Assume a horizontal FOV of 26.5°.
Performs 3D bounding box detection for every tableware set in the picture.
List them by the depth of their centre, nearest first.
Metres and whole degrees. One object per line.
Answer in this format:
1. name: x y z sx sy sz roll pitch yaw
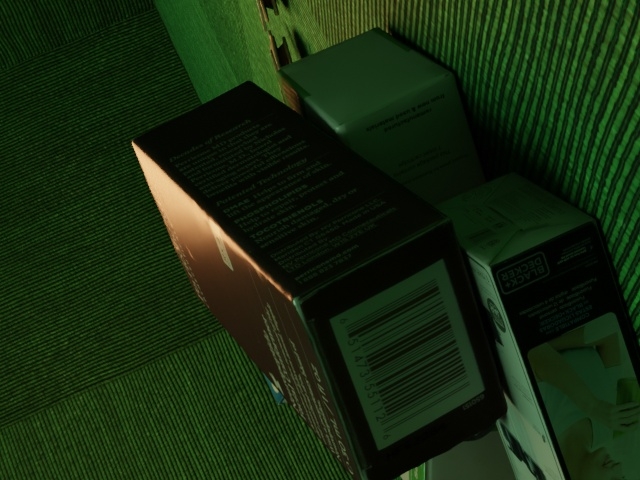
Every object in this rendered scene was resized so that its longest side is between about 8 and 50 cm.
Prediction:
1. tableware set: -0.054 -0.285 1.810 0.128 0.039 0.194 -99 -5 -67

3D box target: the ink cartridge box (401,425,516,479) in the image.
1. ink cartridge box: 0.140 0.172 1.309 0.208 0.153 0.087 -132 38 -68

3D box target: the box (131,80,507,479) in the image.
1. box: -0.015 0.019 1.142 0.381 0.143 0.191 42 156 58

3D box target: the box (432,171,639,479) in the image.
1. box: 0.184 0.107 1.060 0.169 0.087 0.290 -133 21 -71

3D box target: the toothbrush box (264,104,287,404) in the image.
1. toothbrush box: 0.000 0.000 1.507 0.295 0.216 0.126 65 156 18

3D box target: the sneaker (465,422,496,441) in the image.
1. sneaker: 0.096 0.133 1.166 0.051 0.089 0.170 34 145 -19

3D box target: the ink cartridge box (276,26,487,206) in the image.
1. ink cartridge box: 0.078 -0.034 1.270 0.201 0.117 0.278 -131 18 -63
